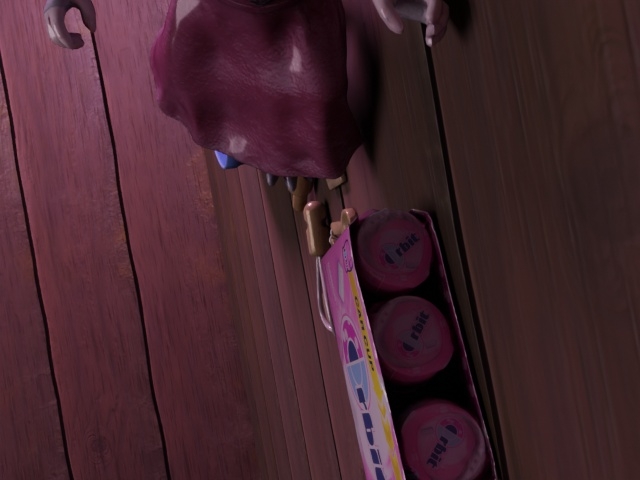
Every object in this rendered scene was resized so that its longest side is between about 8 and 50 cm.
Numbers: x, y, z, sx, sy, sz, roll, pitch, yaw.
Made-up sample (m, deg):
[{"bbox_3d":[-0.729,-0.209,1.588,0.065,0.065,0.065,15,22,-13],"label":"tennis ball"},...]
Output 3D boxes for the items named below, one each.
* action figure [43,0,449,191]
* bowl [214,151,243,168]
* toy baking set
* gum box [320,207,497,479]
[{"bbox_3d":[-0.031,-0.206,0.538,0.370,0.248,0.276,98,-175,-59],"label":"action figure"},{"bbox_3d":[-0.134,-0.300,1.092,0.391,0.077,0.391,170,90,-79],"label":"bowl"},{"bbox_3d":[-0.002,-0.007,0.812,0.256,0.030,0.197,102,155,-61],"label":"toy baking set"},{"bbox_3d":[0.054,0.076,0.533,0.107,0.062,0.189,124,135,-73],"label":"gum box"}]
